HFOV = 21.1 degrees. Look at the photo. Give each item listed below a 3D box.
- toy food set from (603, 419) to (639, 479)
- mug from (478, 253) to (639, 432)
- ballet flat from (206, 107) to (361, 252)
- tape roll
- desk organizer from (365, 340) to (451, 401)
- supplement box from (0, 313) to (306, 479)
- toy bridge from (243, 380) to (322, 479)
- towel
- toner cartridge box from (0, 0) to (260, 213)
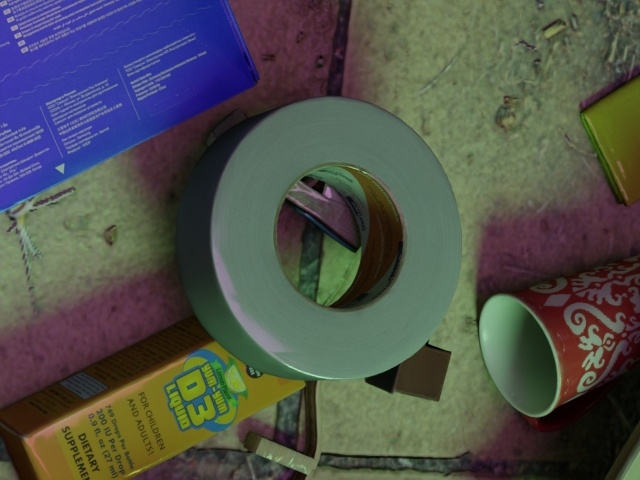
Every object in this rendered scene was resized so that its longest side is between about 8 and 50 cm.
[{"bbox_3d":[0.299,0.168,1.515,0.220,0.092,0.306,21,100,-51],"label":"toy food set"},{"bbox_3d":[0.235,0.084,1.531,0.169,0.150,0.113,-19,68,-26],"label":"mug"},{"bbox_3d":[-0.016,-0.049,1.400,0.168,0.057,0.052,33,97,-26],"label":"ballet flat"},{"bbox_3d":[0.000,0.000,1.342,0.219,0.072,0.219,2,85,-28],"label":"tape roll"},{"bbox_3d":[0.087,0.069,1.474,0.050,0.047,0.130,15,91,-29],"label":"desk organizer"},{"bbox_3d":[-0.132,0.125,1.360,0.233,0.080,0.078,-27,109,-23],"label":"supplement box"},{"bbox_3d":[-0.033,0.178,1.443,0.063,0.026,0.188,26,85,-28],"label":"toy bridge"},{"bbox_3d":[0.349,-0.132,1.589,0.237,0.021,0.102,-32,104,-17],"label":"towel"},{"bbox_3d":[-0.232,-0.119,1.281,0.348,0.075,0.165,-28,107,-20],"label":"toner cartridge box"}]
